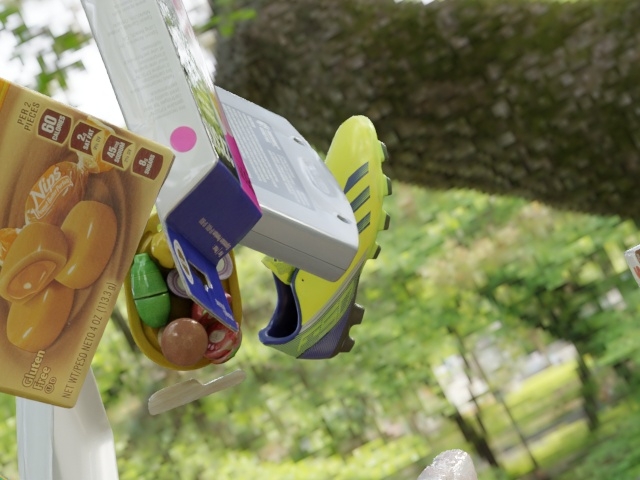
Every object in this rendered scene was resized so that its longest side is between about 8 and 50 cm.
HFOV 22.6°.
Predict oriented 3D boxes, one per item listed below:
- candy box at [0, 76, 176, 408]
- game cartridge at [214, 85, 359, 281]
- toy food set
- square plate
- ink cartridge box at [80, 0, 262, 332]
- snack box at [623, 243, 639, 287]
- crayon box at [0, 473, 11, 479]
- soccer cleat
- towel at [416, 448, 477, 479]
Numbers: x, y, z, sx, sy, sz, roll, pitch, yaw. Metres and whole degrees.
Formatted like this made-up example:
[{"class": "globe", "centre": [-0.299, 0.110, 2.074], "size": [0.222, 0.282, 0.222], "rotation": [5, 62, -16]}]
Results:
[{"class": "candy box", "centre": [-0.255, -0.025, 0.947], "size": [0.316, 0.183, 0.087], "rotation": [22, -1, -45]}, {"class": "game cartridge", "centre": [-0.069, -0.067, 1.571], "size": [0.062, 0.198, 0.297], "rotation": [-54, 29, 16]}, {"class": "toy food set", "centre": [-0.137, 0.074, 1.707], "size": [0.128, 0.218, 0.071], "rotation": [-12, 7, -18]}, {"class": "square plate", "centre": [-0.260, 0.237, 1.665], "size": [0.049, 0.347, 0.344], "rotation": [-12, -44, -1]}, {"class": "ink cartridge box", "centre": [-0.122, -0.118, 1.263], "size": [0.069, 0.371, 0.176], "rotation": [-20, -15, 4]}, {"class": "snack box", "centre": [0.262, 0.072, 1.020], "size": [0.064, 0.178, 0.022], "rotation": [-27, 0, -14]}, {"class": "crayon box", "centre": [-0.180, 0.263, 1.004], "size": [0.165, 0.081, 0.278], "rotation": [-26, -49, 24]}, {"class": "soccer cleat", "centre": [0.000, 0.001, 1.766], "size": [0.121, 0.289, 0.093], "rotation": [6, 21, -17]}, {"class": "towel", "centre": [0.093, 0.400, 1.443], "size": [0.053, 0.317, 0.332], "rotation": [-4, 19, 27]}]
